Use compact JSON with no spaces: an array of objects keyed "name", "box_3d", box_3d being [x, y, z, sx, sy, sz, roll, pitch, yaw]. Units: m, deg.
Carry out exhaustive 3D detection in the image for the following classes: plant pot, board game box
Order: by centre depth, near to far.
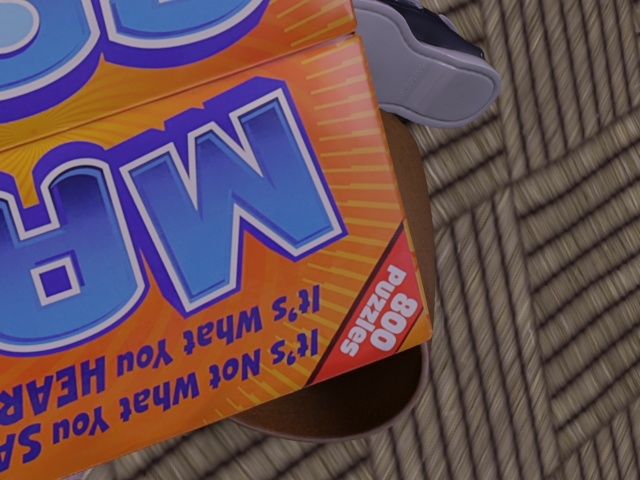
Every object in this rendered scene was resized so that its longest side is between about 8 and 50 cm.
[{"name":"board game box","box_3d":[-0.197,-0.093,1.028,0.356,0.356,0.356,-19,111,-13]},{"name":"plant pot","box_3d":[0.000,0.000,1.532,0.237,0.237,0.254,62,31,-32]}]

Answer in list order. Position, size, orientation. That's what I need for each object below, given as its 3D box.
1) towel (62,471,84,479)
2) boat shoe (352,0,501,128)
[{"name":"towel","box_3d":[-0.230,0.130,1.262,0.282,0.049,0.187,-67,144,-67]},{"name":"boat shoe","box_3d":[0.049,-0.181,1.677,0.114,0.091,0.302,-46,145,17]}]
